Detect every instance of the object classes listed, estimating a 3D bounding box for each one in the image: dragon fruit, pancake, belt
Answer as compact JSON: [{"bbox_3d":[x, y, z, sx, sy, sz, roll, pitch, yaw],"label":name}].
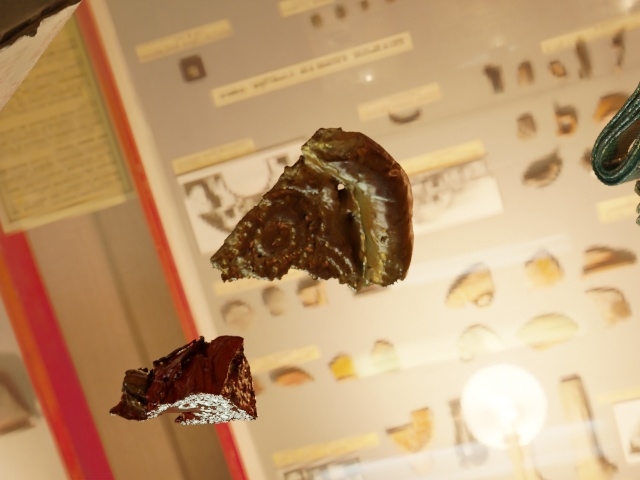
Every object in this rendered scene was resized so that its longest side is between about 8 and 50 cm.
[{"bbox_3d":[-0.169,0.177,1.383,0.192,0.092,0.122,-18,149,30],"label":"dragon fruit"},{"bbox_3d":[0.000,0.000,1.206,0.244,0.266,0.057,-28,-133,-19],"label":"pancake"},{"bbox_3d":[0.335,-0.109,1.099,0.065,0.100,0.179,-18,147,-28],"label":"belt"}]

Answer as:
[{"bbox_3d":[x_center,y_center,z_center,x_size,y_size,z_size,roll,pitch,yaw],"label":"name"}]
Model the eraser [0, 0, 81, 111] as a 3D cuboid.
[{"bbox_3d":[-0.213,-0.083,0.569,0.174,0.081,0.227,-41,-172,-34],"label":"eraser"}]
